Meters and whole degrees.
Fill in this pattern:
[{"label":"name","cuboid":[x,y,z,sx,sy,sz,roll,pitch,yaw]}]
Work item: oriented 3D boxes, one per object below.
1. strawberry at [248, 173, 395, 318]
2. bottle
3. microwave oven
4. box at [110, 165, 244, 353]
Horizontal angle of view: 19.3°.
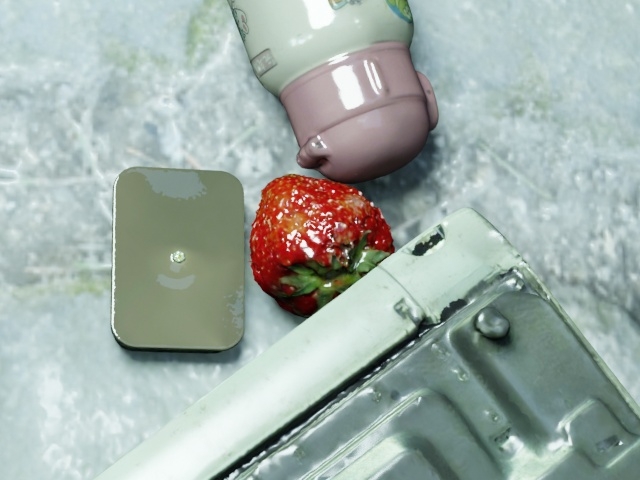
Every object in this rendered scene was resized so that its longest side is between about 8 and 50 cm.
[{"label":"strawberry","cuboid":[-0.001,0.000,1.261,0.106,0.106,0.106,3,74,-11]},{"label":"bottle","cuboid":[-0.001,-0.162,1.291,0.120,0.120,0.253,-18,80,-16]},{"label":"microwave oven","cuboid":[0.017,0.224,1.118,0.394,0.247,0.333,-36,83,-18]},{"label":"box","cuboid":[-0.097,0.015,1.265,0.091,0.031,0.126,1,74,-11]}]
